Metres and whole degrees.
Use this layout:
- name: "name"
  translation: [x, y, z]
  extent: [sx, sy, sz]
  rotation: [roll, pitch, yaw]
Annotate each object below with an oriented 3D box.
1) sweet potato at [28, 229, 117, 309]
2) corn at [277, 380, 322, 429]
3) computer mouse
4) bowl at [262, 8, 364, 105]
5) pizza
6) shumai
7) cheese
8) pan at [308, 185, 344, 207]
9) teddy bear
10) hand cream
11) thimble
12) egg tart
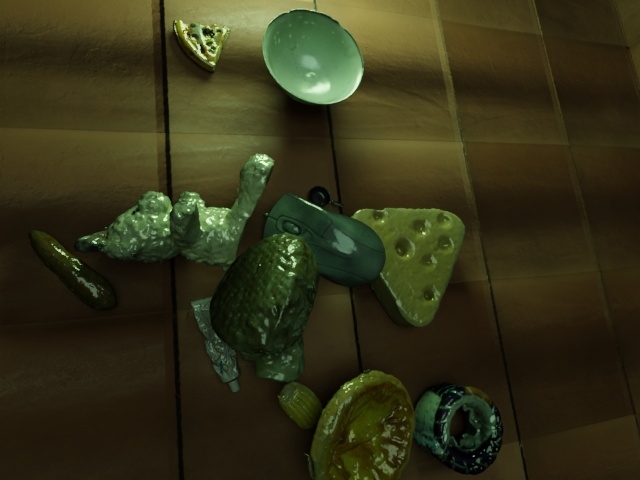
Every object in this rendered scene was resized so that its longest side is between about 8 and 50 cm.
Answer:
- name: "sweet potato"
  translation: [-0.604, 0.069, 1.005]
  extent: [0.273, 0.075, 0.075]
  rotation: [42, 69, -3]
- name: "corn"
  translation: [-0.049, 0.420, 1.061]
  extent: [0.085, 0.063, 0.165]
  rotation: [-36, 133, -5]
- name: "computer mouse"
  translation: [0.000, 0.000, 1.139]
  extent: [0.370, 0.122, 0.189]
  rotation: [25, 91, 9]
- name: "bowl"
  translation: [-0.035, -0.527, 1.286]
  extent: [0.312, 0.146, 0.314]
  rotation: [3, 77, -15]
- name: "pizza"
  translation: [-0.338, -0.604, 1.268]
  extent: [0.176, 0.036, 0.185]
  rotation: [-28, 87, -21]
- name: "shumai"
  translation: [-0.091, 0.176, 1.056]
  extent: [0.288, 0.291, 0.330]
  rotation: [46, 56, -34]
- name: "cheese"
  translation: [0.287, 0.028, 1.277]
  extent: [0.382, 0.104, 0.385]
  rotation: [4, 77, -15]
- name: "pan"
  translation: [0.017, -0.122, 1.270]
  extent: [0.115, 0.023, 0.069]
  rotation: [23, 71, -8]
- name: "teddy bear"
  translation: [-0.342, -0.089, 0.997]
  extent: [0.361, 0.327, 0.376]
  rotation: [21, 101, -11]
- name: "hand cream"
  translation: [-0.262, 0.268, 1.081]
  extent: [0.083, 0.050, 0.257]
  rotation: [-17, 80, -17]
- name: "thimble"
  translation: [0.377, 0.522, 1.167]
  extent: [0.236, 0.150, 0.238]
  rotation: [3, 78, -16]
- name: "egg tart"
  translation: [0.099, 0.495, 1.072]
  extent: [0.340, 0.132, 0.342]
  rotation: [1, 88, -31]
